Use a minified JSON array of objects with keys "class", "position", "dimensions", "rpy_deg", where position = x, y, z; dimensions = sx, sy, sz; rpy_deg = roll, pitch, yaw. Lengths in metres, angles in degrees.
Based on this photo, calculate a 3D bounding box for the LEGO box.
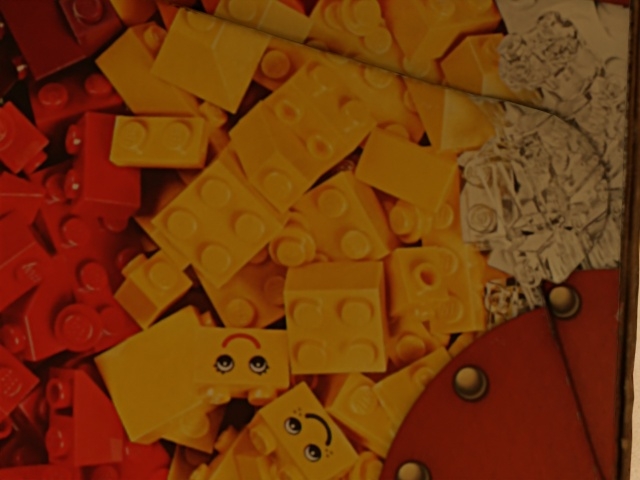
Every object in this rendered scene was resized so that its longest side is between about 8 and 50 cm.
[{"class":"LEGO box","position":[-0.132,-0.006,0.669],"dimensions":[0.373,0.193,0.500],"rpy_deg":[3,174,-5]}]
